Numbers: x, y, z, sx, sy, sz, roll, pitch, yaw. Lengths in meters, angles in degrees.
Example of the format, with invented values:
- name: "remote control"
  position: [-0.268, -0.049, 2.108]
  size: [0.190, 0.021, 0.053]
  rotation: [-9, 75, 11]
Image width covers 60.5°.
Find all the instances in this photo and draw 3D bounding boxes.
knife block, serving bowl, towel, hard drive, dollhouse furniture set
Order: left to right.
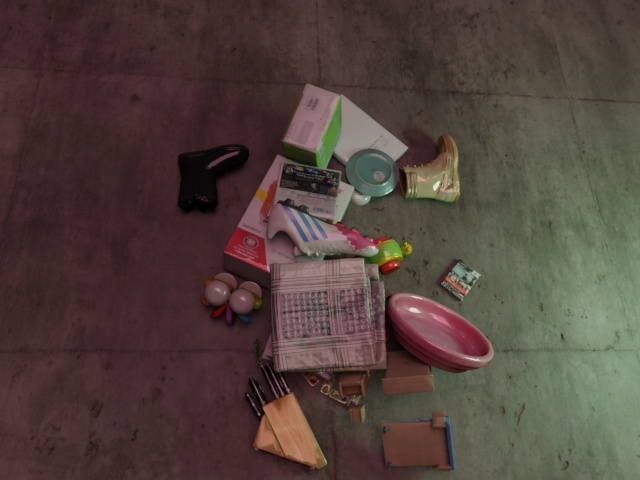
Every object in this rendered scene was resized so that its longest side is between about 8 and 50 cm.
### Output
- name: "knife block"
  position: [-0.088, 0.479, 1.529]
  size: [0.275, 0.088, 0.242]
  rotation: [18, 66, 2]
- name: "towel"
  position: [0.024, 0.205, 1.519]
  size: [0.324, 0.056, 0.312]
  rotation: [-1, 72, -6]
- name: "hard drive"
  position: [0.125, -0.360, 1.956]
  size: [0.318, 0.040, 0.210]
  rotation: [41, 68, 11]
- name: "serving bowl"
  position: [0.135, -0.163, 1.877]
  size: [0.083, 0.027, 0.083]
  rotation: [3, 65, -7]
- name: "dollhouse furniture set"
  position: [0.224, 0.497, 1.577]
  size: [0.286, 0.198, 0.304]
  rotation: [-8, 98, 12]

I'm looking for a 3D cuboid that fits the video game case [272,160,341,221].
- name: "video game case"
  position: [-0.040, -0.151, 1.676]
  size: [0.190, 0.022, 0.173]
  rotation: [10, 64, -3]

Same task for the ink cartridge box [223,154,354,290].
- name: "ink cartridge box"
  position: [-0.096, -0.040, 1.719]
  size: [0.279, 0.160, 0.385]
  rotation: [24, 65, 3]

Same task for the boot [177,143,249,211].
- name: "boot"
  position: [-0.345, -0.199, 1.792]
  size: [0.246, 0.094, 0.207]
  rotation: [-9, 64, -4]

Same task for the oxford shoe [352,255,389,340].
- name: "oxford shoe"
  position: [0.138, 0.176, 1.628]
  size: [0.096, 0.098, 0.271]
  rotation: [-19, 80, 1]

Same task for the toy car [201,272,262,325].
- name: "toy car"
  position: [-0.266, 0.184, 1.622]
  size: [0.181, 0.159, 0.136]
  rotation: [19, 100, 1]

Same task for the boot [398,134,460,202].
- name: "boot"
  position: [0.373, -0.257, 1.917]
  size: [0.203, 0.095, 0.262]
  rotation: [2, 70, -5]

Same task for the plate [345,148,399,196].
- name: "plate"
  position: [0.180, -0.238, 1.874]
  size: [0.188, 0.024, 0.188]
  rotation: [3, 66, -7]

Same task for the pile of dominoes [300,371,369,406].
- name: "pile of dominoes"
  position: [0.065, 0.344, 1.637]
  size: [0.195, 0.040, 0.251]
  rotation: [24, 65, 3]

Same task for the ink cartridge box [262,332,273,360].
- name: "ink cartridge box"
  position: [-0.089, 0.301, 1.582]
  size: [0.181, 0.061, 0.104]
  rotation: [6, 62, 27]

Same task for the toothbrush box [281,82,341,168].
- name: "toothbrush box"
  position: [-0.021, -0.337, 1.769]
  size: [0.122, 0.283, 0.206]
  rotation: [21, 80, 8]

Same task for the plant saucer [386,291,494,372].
- name: "plant saucer"
  position: [0.334, 0.273, 1.594]
  size: [0.332, 0.332, 0.084]
  rotation: [27, 107, 5]

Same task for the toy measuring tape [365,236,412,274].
- name: "toy measuring tape"
  position: [0.146, 0.068, 1.730]
  size: [0.330, 0.121, 0.121]
  rotation: [-19, 70, -15]

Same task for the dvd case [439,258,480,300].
- name: "dvd case"
  position: [0.458, 0.128, 1.798]
  size: [0.087, 0.013, 0.119]
  rotation: [39, 68, 10]

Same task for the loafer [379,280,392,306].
- name: "loafer"
  position: [0.202, 0.177, 1.722]
  size: [0.056, 0.050, 0.148]
  rotation: [-33, 74, -19]

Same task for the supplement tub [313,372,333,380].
- name: "supplement tub"
  position: [0.020, 0.343, 1.590]
  size: [0.071, 0.071, 0.107]
  rotation: [28, 73, 6]

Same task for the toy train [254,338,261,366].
- name: "toy train"
  position: [-0.183, 0.332, 1.618]
  size: [0.017, 0.024, 0.083]
  rotation: [-9, 67, 4]

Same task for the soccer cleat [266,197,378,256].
- name: "soccer cleat"
  position: [0.000, 0.000, 1.583]
  size: [0.331, 0.116, 0.143]
  rotation: [24, 88, -4]
